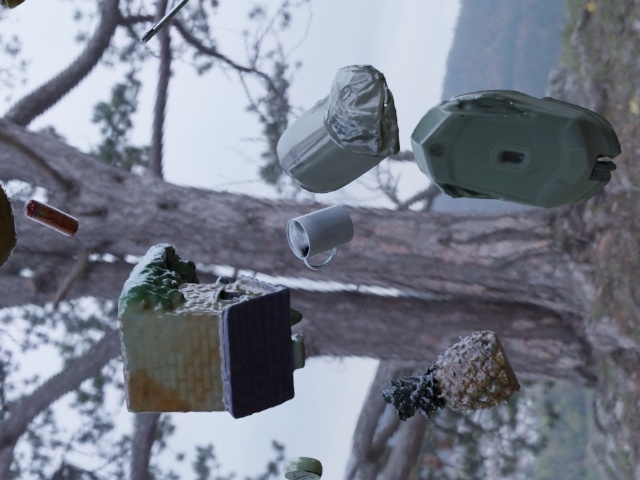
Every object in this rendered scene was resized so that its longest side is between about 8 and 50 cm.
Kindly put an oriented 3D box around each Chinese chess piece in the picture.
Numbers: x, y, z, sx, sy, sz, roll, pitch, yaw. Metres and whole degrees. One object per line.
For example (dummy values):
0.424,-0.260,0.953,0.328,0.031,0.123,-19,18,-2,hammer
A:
-0.037,0.479,1.975,0.084,0.084,0.034,99,176,-57,Chinese chess piece

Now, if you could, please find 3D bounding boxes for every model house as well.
-0.162,0.146,1.595,0.312,0.280,0.245,-80,-11,-74,model house

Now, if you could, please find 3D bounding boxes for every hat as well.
0.028,-0.224,1.845,0.244,0.214,0.149,-34,-28,-12,hat

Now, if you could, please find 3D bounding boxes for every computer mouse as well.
0.382,-0.191,1.897,0.145,0.429,0.228,-99,20,-61,computer mouse

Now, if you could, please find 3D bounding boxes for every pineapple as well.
0.249,0.286,1.904,0.158,0.278,0.158,-22,-90,-79,pineapple

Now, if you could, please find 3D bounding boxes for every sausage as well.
-0.437,-0.039,1.525,0.129,0.034,0.034,41,-114,-67,sausage

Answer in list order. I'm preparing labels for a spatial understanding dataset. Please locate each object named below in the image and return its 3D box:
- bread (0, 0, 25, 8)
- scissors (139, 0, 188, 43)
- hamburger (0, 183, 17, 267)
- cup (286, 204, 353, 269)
-0.703,-0.581,2.189,0.110,0.066,0.060,-45,21,-11,bread
-0.210,-0.473,1.704,0.360,0.029,0.191,-51,24,-23,scissors
-0.849,-0.037,2.302,0.211,0.132,0.309,-20,-67,-30,hamburger
-0.005,-0.009,2.246,0.133,0.099,0.136,-20,-33,-30,cup
